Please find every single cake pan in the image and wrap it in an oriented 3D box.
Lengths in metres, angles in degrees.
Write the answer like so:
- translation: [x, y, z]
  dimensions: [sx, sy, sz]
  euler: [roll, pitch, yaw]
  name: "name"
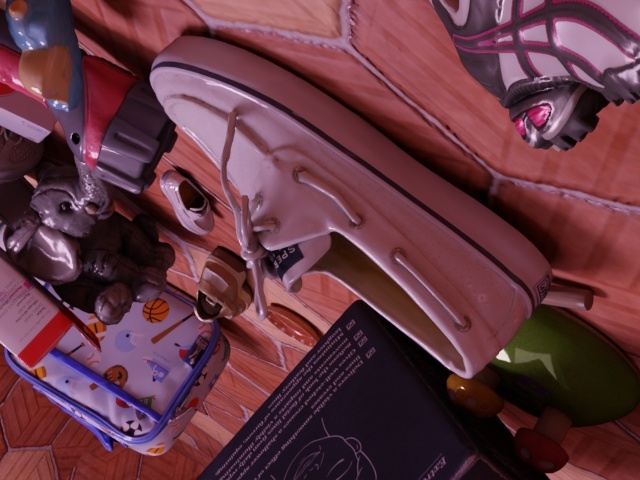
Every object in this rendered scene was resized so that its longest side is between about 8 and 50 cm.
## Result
- translation: [-0.464, -0.112, 1.684]
  dimensions: [0.293, 0.054, 0.293]
  euler: [41, 169, 10]
  name: "cake pan"

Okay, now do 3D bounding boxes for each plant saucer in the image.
- translation: [-0.035, 0.108, 1.650]
  dimensions: [0.083, 0.013, 0.083]
  euler: [31, 164, 10]
  name: "plant saucer"

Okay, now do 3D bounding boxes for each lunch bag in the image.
- translation: [-0.295, 0.167, 1.901]
  dimensions: [0.303, 0.243, 0.115]
  euler: [29, 163, 19]
  name: "lunch bag"

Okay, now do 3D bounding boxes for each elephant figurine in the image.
- translation: [-0.292, -0.027, 1.545]
  dimensions: [0.239, 0.186, 0.169]
  euler: [55, 179, -38]
  name: "elephant figurine"

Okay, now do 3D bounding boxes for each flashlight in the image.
- translation: [-0.275, -0.149, 1.173]
  dimensions: [0.304, 0.103, 0.103]
  euler: [25, 134, 0]
  name: "flashlight"

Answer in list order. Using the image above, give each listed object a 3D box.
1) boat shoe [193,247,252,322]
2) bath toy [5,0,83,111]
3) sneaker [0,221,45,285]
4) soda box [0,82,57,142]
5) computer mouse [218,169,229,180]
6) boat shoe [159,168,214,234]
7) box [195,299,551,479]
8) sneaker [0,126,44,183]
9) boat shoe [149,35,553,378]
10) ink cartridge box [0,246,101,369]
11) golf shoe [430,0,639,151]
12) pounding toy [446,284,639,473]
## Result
- translation: [-0.132, 0.070, 1.622]
  dimensions: [0.068, 0.072, 0.190]
  euler: [30, 163, 12]
  name: "boat shoe"
- translation: [-0.378, -0.170, 1.081]
  dimensions: [0.348, 0.151, 0.129]
  euler: [4, 155, 8]
  name: "bath toy"
- translation: [-0.436, 0.078, 2.114]
  dimensions: [0.295, 0.124, 0.178]
  euler: [50, 153, -23]
  name: "sneaker"
- translation: [-0.354, -0.177, 1.274]
  dimensions: [0.216, 0.074, 0.069]
  euler: [26, 165, -19]
  name: "soda box"
- translation: [0.000, 0.000, 1.240]
  dimensions: [0.242, 0.041, 0.071]
  euler: [33, 164, 4]
  name: "computer mouse"
- translation: [-0.137, -0.038, 1.405]
  dimensions: [0.035, 0.035, 0.100]
  euler: [23, 154, 39]
  name: "boat shoe"
- translation: [0.062, 0.283, 1.265]
  dimensions: [0.212, 0.293, 0.395]
  euler: [40, -175, -21]
  name: "box"
- translation: [-0.387, -0.143, 1.451]
  dimensions: [0.115, 0.105, 0.281]
  euler: [-21, 158, 18]
  name: "sneaker"
- translation: [-0.012, -0.011, 1.018]
  dimensions: [0.367, 0.156, 0.136]
  euler: [35, 163, 8]
  name: "boat shoe"
- translation: [-0.375, 0.075, 1.572]
  dimensions: [0.231, 0.078, 0.134]
  euler: [44, 175, -11]
  name: "ink cartridge box"
- translation: [0.118, -0.122, 0.583]
  dimensions: [0.120, 0.105, 0.273]
  euler: [42, 162, -2]
  name: "golf shoe"
- translation: [0.170, 0.120, 1.135]
  dimensions: [0.183, 0.110, 0.237]
  euler: [20, 159, 38]
  name: "pounding toy"
